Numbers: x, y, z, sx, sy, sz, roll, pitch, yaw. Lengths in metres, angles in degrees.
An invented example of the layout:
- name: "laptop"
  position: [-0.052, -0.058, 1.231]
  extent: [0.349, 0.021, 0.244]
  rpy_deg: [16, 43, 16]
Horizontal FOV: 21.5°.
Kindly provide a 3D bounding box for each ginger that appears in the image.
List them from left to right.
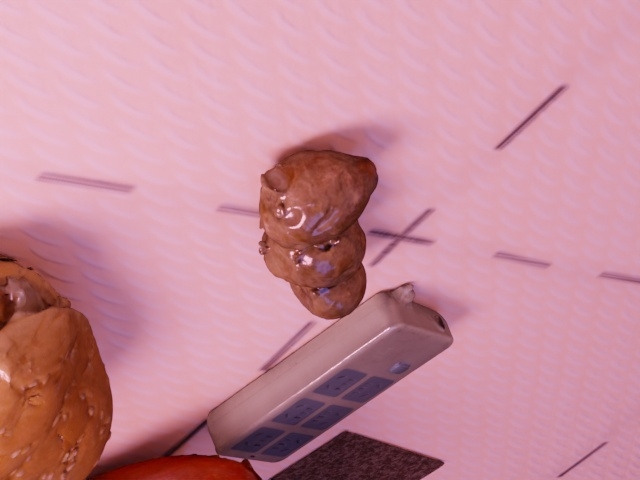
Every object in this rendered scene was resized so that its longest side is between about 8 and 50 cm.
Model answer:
- name: "ginger"
  position: [0.000, 0.000, 1.390]
  extent: [0.104, 0.080, 0.204]
  rpy_deg: [-23, 150, -13]

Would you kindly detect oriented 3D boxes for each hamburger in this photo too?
- name: "hamburger"
  position: [-0.277, 0.150, 1.312]
  extent: [0.259, 0.144, 0.283]
  rpy_deg: [-43, 153, -12]

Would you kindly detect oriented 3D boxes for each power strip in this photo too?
- name: "power strip"
  position: [0.010, 0.138, 1.665]
  extent: [0.270, 0.046, 0.118]
  rpy_deg: [-37, 148, 21]

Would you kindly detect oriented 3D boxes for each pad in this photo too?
- name: "pad"
  position: [0.029, 0.280, 1.958]
  extent: [0.158, 0.003, 0.235]
  rpy_deg: [-35, 149, 20]

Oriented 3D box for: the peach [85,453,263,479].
- name: "peach"
  position: [-0.152, 0.336, 1.644]
  extent: [0.338, 0.281, 0.281]
  rpy_deg: [-32, 150, 22]
